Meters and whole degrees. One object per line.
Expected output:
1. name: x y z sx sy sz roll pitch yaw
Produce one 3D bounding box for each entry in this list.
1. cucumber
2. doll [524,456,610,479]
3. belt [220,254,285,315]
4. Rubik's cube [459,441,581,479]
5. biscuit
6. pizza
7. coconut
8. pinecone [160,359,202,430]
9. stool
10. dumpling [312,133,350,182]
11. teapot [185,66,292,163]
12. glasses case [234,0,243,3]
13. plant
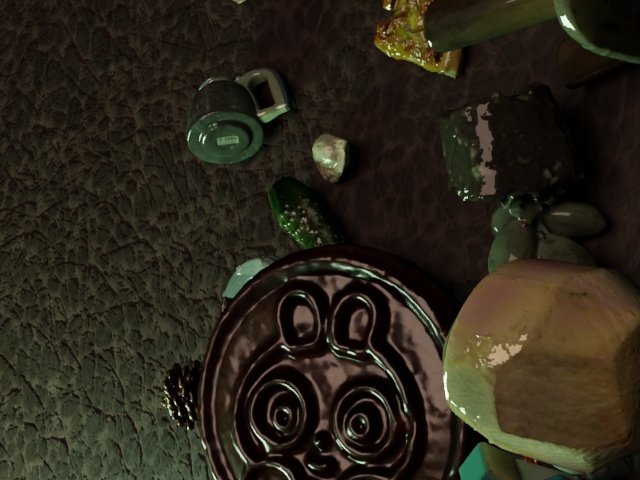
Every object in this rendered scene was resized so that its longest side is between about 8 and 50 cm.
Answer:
1. cucumber: 0.000 0.000 1.739 0.069 0.069 0.227 -52 55 24
2. doll: 0.305 0.173 1.422 0.245 0.076 0.142 -42 55 25
3. belt: -0.060 0.117 1.764 0.151 0.078 0.198 -13 78 39
4. Rubik's cube: 0.209 0.334 1.382 0.265 0.224 0.213 -21 23 7
5. biscuit: 0.019 0.205 1.614 0.407 0.091 0.407 0 89 32
6. pizza: 0.123 -0.271 1.679 0.134 0.046 0.175 -39 59 32
7. coconut: 0.225 0.115 1.315 0.237 0.237 0.197 11 78 43
8. pinecone: -0.168 0.218 1.844 0.109 0.102 0.102 6 87 33
9. stool: 0.285 -0.323 1.366 0.226 0.310 0.310 4 87 49
10. dumpling: 0.012 -0.108 1.752 0.076 0.052 0.057 3 74 33
11. teapot: -0.126 -0.188 1.859 0.149 0.111 0.108 -43 43 36
12. glasses case: -0.167 -0.446 1.942 0.070 0.102 0.193 -44 56 22
13. plant: 0.233 -0.036 1.480 0.146 0.149 0.274 131 120 -81
